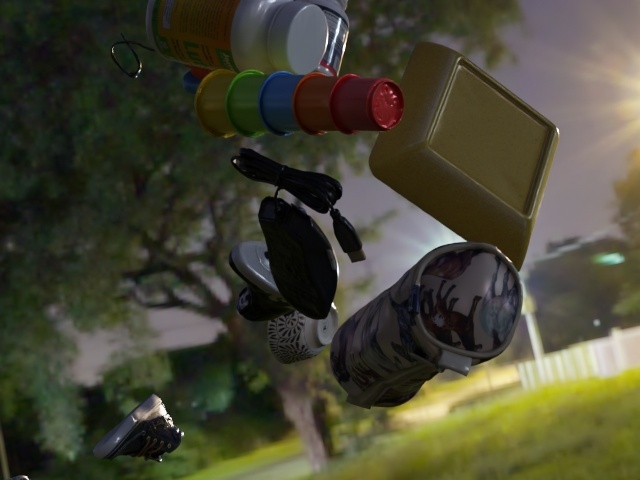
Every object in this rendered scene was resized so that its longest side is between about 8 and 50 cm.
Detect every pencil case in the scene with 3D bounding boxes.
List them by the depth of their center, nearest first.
[{"bbox_3d":[0.138,0.138,1.732,0.160,0.183,0.410,33,-24,-4],"label":"pencil case"}]

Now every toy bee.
[{"bbox_3d":[-0.188,-0.336,2.039,0.162,0.298,0.195,-45,-20,-40],"label":"toy bee"}]

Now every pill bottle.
[{"bbox_3d":[-0.118,-0.306,1.716,0.246,0.136,0.136,17,9,31],"label":"pill bottle"},{"bbox_3d":[-0.012,-0.328,1.922,0.108,0.180,0.108,10,-23,5],"label":"pill bottle"}]

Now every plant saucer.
[{"bbox_3d":[0.274,-0.164,2.057,0.333,0.332,0.081,34,-38,-15],"label":"plant saucer"}]

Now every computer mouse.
[{"bbox_3d":[0.000,0.000,1.449,0.184,0.262,0.060,22,52,41],"label":"computer mouse"}]

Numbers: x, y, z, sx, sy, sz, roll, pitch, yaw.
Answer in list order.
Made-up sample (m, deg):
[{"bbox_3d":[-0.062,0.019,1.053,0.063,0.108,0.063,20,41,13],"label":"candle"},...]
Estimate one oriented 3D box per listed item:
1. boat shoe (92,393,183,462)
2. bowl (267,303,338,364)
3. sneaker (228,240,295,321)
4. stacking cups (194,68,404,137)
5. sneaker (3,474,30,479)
[{"bbox_3d":[-0.249,0.282,1.686,0.065,0.083,0.183,-40,1,20],"label":"boat shoe"},{"bbox_3d":[-0.018,0.152,2.213,0.080,0.170,0.170,7,4,31],"label":"bowl"},{"bbox_3d":[-0.091,0.072,1.743,0.121,0.079,0.217,-28,-29,25],"label":"sneaker"},{"bbox_3d":[-0.031,-0.167,1.519,0.096,0.096,0.316,-6,11,-42],"label":"stacking cups"},{"bbox_3d":[-0.459,0.362,1.403,0.129,0.111,0.297,-10,0,25],"label":"sneaker"}]
